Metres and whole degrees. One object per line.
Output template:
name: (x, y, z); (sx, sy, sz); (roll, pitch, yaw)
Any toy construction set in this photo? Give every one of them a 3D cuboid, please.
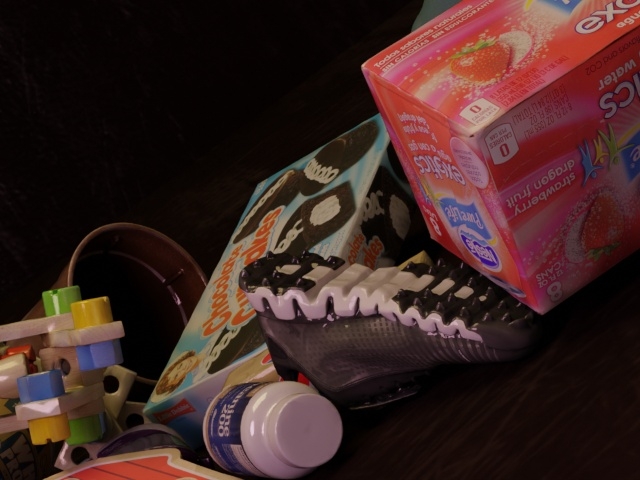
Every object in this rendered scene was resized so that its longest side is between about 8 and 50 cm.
toy construction set: (-0.238, 0.112, 1.577); (0.215, 0.151, 0.328); (-12, -13, 1)

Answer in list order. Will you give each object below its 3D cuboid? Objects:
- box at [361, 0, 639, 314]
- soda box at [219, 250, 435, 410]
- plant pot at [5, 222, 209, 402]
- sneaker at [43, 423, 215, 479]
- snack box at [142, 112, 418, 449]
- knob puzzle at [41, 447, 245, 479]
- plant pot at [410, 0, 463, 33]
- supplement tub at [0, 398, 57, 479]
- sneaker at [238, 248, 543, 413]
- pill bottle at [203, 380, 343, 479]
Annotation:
box: (0.201, -0.109, 1.288); (0.300, 0.154, 0.142); (-34, 34, -13)
soda box: (0.016, 0.083, 1.444); (0.181, 0.058, 0.061); (-33, 10, 16)
plant pot: (-0.209, 0.094, 1.883); (0.165, 0.167, 0.167); (-37, 6, 42)
sneaker: (-0.182, 0.211, 1.449); (0.223, 0.083, 0.098); (-38, 15, -18)
snack box: (-0.018, 0.025, 1.660); (0.187, 0.060, 0.322); (-29, 23, 35)
knob puzzle: (-0.165, 0.199, 1.372); (0.213, 0.030, 0.213); (-15, 30, 9)
plant pot: (0.206, -0.218, 1.612); (0.255, 0.271, 0.271); (-56, -5, 39)
supplement tub: (-0.322, 0.202, 1.756); (0.144, 0.144, 0.200); (-31, 11, 22)
sneaker: (0.052, 0.070, 1.339); (0.234, 0.106, 0.078); (6, 27, 36)
pill bottle: (-0.031, 0.130, 1.356); (0.067, 0.067, 0.120); (-40, 11, -21)
